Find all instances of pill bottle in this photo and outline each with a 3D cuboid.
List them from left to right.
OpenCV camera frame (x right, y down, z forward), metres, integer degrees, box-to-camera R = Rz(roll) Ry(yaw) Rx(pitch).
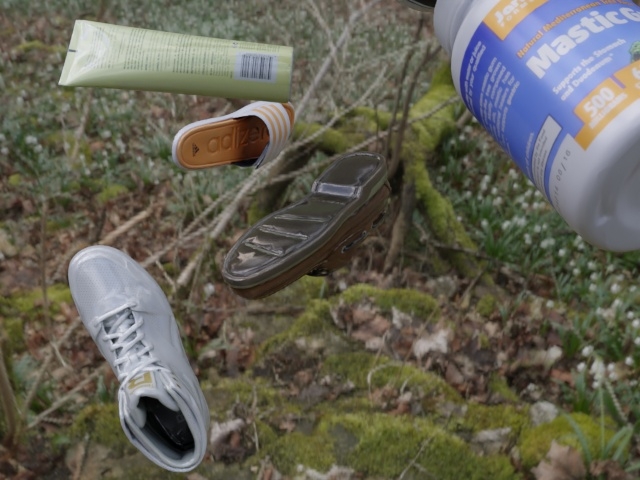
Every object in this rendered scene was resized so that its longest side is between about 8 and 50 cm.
[{"bbox_3d":[0.200,-0.131,0.692,0.152,0.152,0.272,-18,47,-12],"label":"pill bottle"}]

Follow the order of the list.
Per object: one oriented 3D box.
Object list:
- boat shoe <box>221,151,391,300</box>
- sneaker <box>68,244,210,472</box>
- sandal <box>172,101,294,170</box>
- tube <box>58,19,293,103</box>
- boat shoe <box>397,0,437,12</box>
[{"bbox_3d":[0.000,0.000,1.117,0.111,0.104,0.307,17,43,38],"label":"boat shoe"},{"bbox_3d":[-0.214,0.139,1.030,0.108,0.169,0.292,-30,97,-6],"label":"sneaker"},{"bbox_3d":[-0.118,-0.156,1.374,0.076,0.101,0.265,21,32,35],"label":"sandal"},{"bbox_3d":[-0.149,-0.189,0.914,0.240,0.062,0.070,5,18,-5],"label":"tube"},{"bbox_3d":[0.224,-0.374,1.242,0.306,0.105,0.113,22,95,5],"label":"boat shoe"}]
